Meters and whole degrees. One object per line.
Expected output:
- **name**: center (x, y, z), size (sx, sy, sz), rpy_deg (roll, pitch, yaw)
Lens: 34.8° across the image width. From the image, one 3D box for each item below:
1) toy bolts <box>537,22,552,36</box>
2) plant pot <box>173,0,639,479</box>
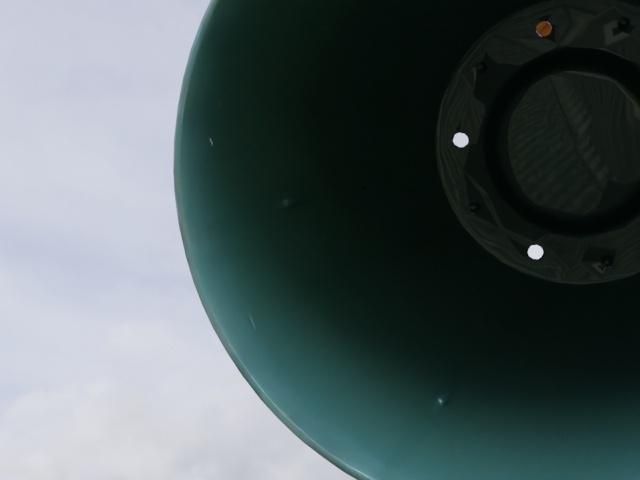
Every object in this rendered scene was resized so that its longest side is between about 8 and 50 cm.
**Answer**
- **toy bolts**: center (0.239, -0.189, 0.981), size (0.228, 0.158, 0.218), rpy_deg (35, -38, 5)
- **plant pot**: center (0.112, -0.042, 0.516), size (0.293, 0.293, 0.235), rpy_deg (-17, 2, 25)
